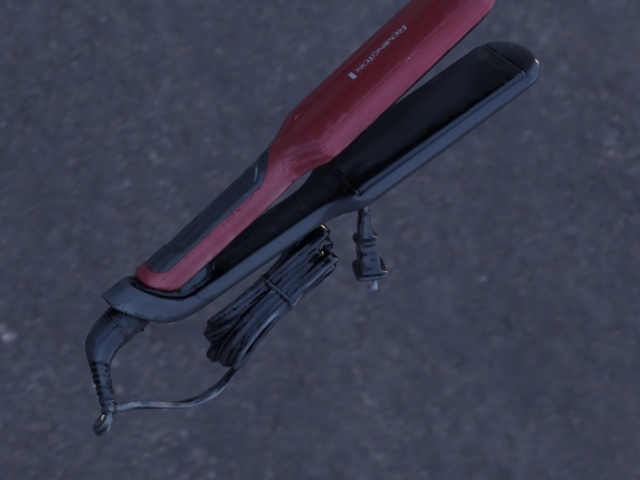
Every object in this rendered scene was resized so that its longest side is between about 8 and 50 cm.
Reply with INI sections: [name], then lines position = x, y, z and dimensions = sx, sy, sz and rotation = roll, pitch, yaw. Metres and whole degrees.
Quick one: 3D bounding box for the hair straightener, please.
[hair straightener]
position = 0.000, 0.000, 0.780
dimensions = 0.230, 0.047, 0.089
rotation = -45, 126, -7
